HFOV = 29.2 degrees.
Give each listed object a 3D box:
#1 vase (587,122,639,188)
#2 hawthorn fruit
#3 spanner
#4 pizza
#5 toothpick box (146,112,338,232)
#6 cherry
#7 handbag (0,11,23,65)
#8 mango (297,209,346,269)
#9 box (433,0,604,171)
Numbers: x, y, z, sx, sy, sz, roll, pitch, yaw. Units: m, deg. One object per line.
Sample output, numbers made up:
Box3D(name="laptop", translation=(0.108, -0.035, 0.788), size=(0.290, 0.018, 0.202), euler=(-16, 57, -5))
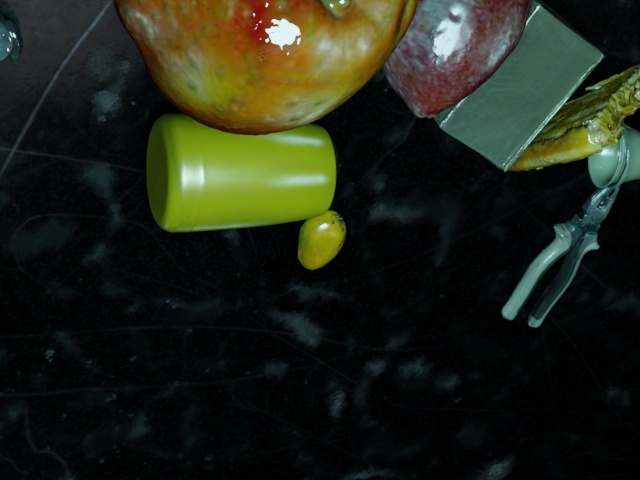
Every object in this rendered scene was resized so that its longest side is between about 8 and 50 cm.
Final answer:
Box3D(name="vase", translation=(0.620, -0.136, 2.065), size=(0.321, 0.173, 0.173), euler=(1, 122, -13))
Box3D(name="hawthorn fruit", translation=(-0.053, -0.330, 1.547), size=(0.403, 0.403, 0.403), euler=(-9, 124, -13))
Box3D(name="spanner", translation=(0.434, 0.019, 2.174), size=(0.095, 0.040, 0.325), euler=(18, 116, -28))
Box3D(name="pizza", translation=(0.394, -0.178, 1.964), size=(0.251, 0.287, 0.074), euler=(-18, 104, 40))
Box3D(name="toothpick box", translation=(-0.111, -0.102, 1.833), size=(0.271, 0.175, 0.175), euler=(-2, 123, -20))
Box3D(name="cherry", translation=(0.178, -0.314, 1.730), size=(0.203, 0.230, 0.300), euler=(32, 70, -45))
Box3D(name="handbag", translation=(-0.550, -0.323, 1.607), size=(0.191, 0.075, 0.332), euler=(-34, 123, 1))
Box3D(name="mango", translation=(0.000, 0.000, 2.007), size=(0.079, 0.057, 0.114), euler=(5, 124, -30))
Box3D(name="box", translation=(0.282, -0.257, 1.873), size=(0.149, 0.155, 0.231), euler=(30, 110, -29))
